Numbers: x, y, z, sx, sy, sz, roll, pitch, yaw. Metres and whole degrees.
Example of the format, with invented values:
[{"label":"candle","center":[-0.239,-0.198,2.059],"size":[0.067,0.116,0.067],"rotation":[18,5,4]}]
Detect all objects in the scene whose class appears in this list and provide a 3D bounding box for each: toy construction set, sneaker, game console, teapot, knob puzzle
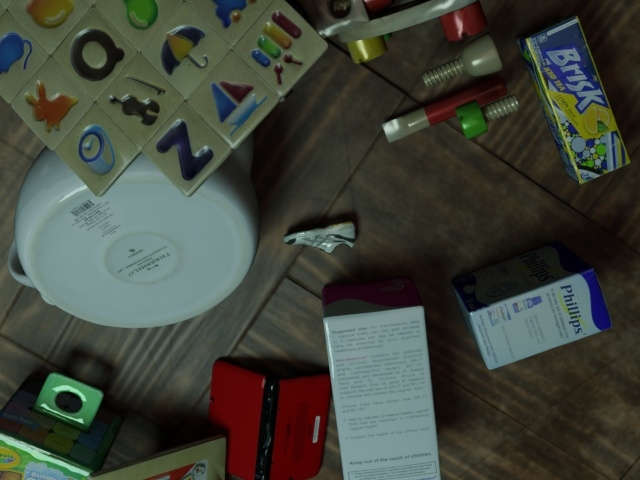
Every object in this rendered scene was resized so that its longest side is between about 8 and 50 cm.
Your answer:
[{"label":"toy construction set","center":[0.037,-0.201,0.754],"size":[0.237,0.257,0.309],"rotation":[-22,134,12]},{"label":"sneaker","center":[0.000,0.000,0.890],"size":[0.083,0.032,0.037],"rotation":[-10,105,3]},{"label":"game console","center":[-0.064,0.218,0.959],"size":[0.124,0.085,0.144],"rotation":[-3,108,-31]},{"label":"teapot","center":[-0.189,-0.043,0.807],"size":[0.256,0.187,0.252],"rotation":[2,133,-18]},{"label":"knob puzzle","center":[-0.194,0.330,0.915],"size":[0.213,0.030,0.213],"rotation":[-17,117,-37]}]

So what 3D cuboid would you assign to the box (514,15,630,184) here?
[{"label":"box","center":[0.269,-0.151,0.838],"size":[0.059,0.054,0.169],"rotation":[-24,104,7]}]

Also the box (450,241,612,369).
[{"label":"box","center":[0.226,0.068,0.860],"size":[0.137,0.126,0.072],"rotation":[-20,102,5]}]

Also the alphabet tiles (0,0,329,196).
[{"label":"alphabet tiles","center":[-0.168,-0.215,0.647],"size":[0.342,0.011,0.285],"rotation":[46,102,6]}]

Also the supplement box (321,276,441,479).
[{"label":"supplement box","center":[0.067,0.165,0.894],"size":[0.114,0.111,0.220],"rotation":[-8,105,2]}]

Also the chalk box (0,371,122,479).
[{"label":"chalk box","center":[-0.322,0.257,0.907],"size":[0.132,0.132,0.213],"rotation":[24,104,-7]}]
